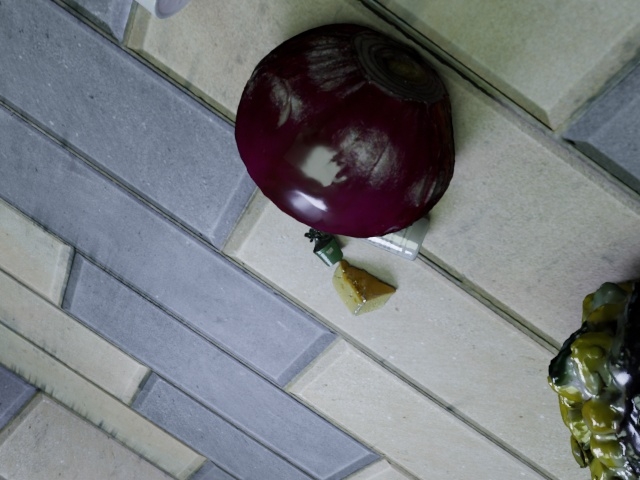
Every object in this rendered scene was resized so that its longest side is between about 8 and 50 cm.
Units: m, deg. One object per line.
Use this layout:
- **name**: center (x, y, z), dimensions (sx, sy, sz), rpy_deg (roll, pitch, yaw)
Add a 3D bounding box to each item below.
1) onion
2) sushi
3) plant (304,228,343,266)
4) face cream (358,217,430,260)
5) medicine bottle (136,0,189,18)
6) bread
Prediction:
- **onion**: center (0.037, -0.139, 0.824), dimensions (0.337, 0.260, 0.282), rpy_deg (44, 129, -11)
- **sushi**: center (0.476, 0.188, 0.828), dimensions (0.285, 0.328, 0.328), rpy_deg (4, 131, 39)
- **plant**: center (0.000, 0.000, 1.103), dimensions (0.051, 0.051, 0.102), rpy_deg (-23, 110, 40)
- **face cream**: center (0.055, -0.049, 1.009), dimensions (0.269, 0.082, 0.082), rpy_deg (23, 135, 10)
- **medicine bottle**: center (-0.297, -0.453, 0.782), dimensions (0.293, 0.170, 0.170), rpy_deg (41, 135, -8)
- **bread**: center (0.080, 0.092, 1.164), dimensions (0.109, 0.080, 0.084), rpy_deg (56, 143, 26)
